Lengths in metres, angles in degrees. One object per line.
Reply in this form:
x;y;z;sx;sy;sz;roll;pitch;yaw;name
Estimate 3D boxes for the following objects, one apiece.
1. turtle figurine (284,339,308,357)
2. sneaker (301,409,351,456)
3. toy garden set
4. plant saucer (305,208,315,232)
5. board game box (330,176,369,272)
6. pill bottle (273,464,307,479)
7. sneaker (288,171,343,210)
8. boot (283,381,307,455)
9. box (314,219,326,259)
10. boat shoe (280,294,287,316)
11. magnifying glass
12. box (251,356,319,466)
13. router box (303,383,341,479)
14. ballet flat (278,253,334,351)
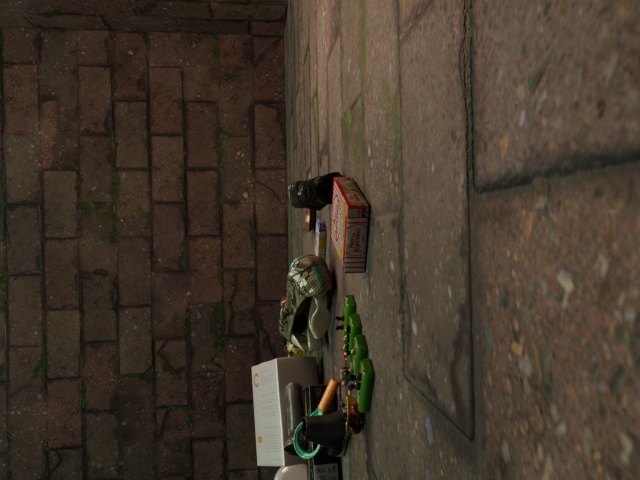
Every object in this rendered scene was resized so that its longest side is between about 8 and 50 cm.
-0.107;0.457;2.179;0.269;0.087;0.217;-63;9;-26;turtle figurine
0.007;0.494;1.264;0.222;0.118;0.083;97;169;-47;sneaker
0.060;0.274;1.079;0.244;0.049;0.204;-102;13;-58;toy garden set
-0.039;-0.115;1.912;0.168;0.029;0.168;179;90;-82;plant saucer
0.060;-0.039;1.048;0.193;0.045;0.147;-107;17;-66;board game box
-0.113;1.037;2.093;0.318;0.176;0.176;103;164;-62;pill bottle
0.018;-0.126;1.282;0.227;0.130;0.087;-9;-86;-69;sneaker
-0.076;0.547;1.534;0.189;0.076;0.208;102;172;-59;boot
0.000;0.000;1.622;0.081;0.028;0.136;-103;16;-59;box
-0.096;0.251;1.845;0.123;0.123;0.342;63;174;11;boat shoe
-0.006;0.488;1.355;0.092;0.026;0.231;26;91;38;magnifying glass
-0.118;0.603;1.745;0.215;0.168;0.345;-34;57;52;box
0.001;0.598;1.478;0.243;0.081;0.309;108;159;-70;router box
-0.039;0.242;1.551;0.182;0.164;0.483;60;156;31;ballet flat
